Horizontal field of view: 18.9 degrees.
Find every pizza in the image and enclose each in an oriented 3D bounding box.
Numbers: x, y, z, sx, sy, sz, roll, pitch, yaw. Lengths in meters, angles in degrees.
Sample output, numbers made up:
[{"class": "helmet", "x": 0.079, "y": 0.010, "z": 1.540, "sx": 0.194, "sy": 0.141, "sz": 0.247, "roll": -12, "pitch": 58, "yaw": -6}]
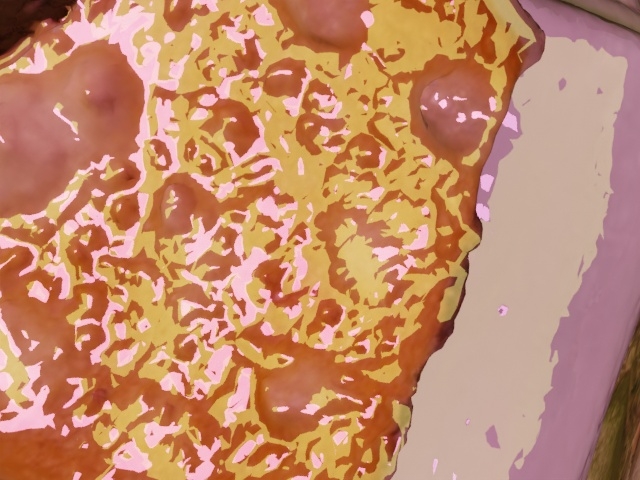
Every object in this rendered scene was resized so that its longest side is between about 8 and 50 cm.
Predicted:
[{"class": "pizza", "x": -0.030, "y": -0.001, "z": 0.474, "sx": 0.188, "sy": 0.080, "sz": 0.204, "roll": -40, "pitch": 124, "yaw": -14}]

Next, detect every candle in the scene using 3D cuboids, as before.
[{"class": "candle", "x": 0.000, "y": 0.000, "z": 0.620, "sx": 0.221, "sy": 0.221, "sz": 0.342, "roll": 6, "pitch": 101, "yaw": -69}]
